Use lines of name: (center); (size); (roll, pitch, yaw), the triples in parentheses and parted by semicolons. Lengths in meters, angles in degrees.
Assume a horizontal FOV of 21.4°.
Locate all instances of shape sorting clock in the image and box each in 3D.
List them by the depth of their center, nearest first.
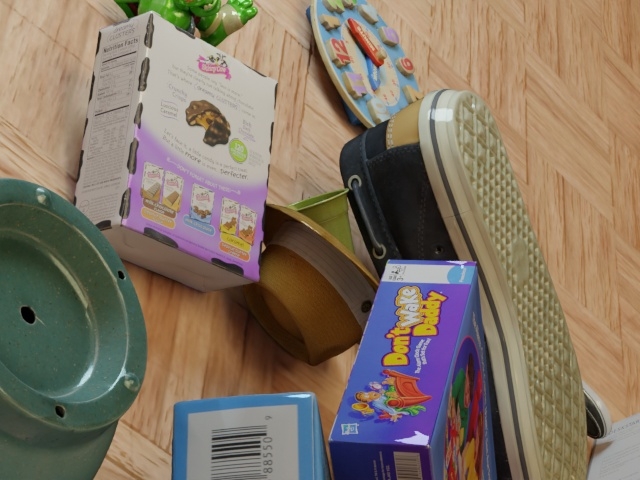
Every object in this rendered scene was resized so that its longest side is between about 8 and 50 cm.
shape sorting clock: (0.056, -0.200, 1.901); (0.206, 0.040, 0.206); (35, 40, -36)

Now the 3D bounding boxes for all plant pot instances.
plant pot: (-0.239, 0.075, 1.102); (0.293, 0.196, 0.293); (36, 38, -35)
plant pot: (0.000, 0.000, 1.634); (0.083, 0.083, 0.079); (-28, 101, -59)

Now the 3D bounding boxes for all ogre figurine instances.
ogre figurine: (-0.128, -0.201, 1.589); (0.118, 0.097, 0.197); (42, 67, -49)

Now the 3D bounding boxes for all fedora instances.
fedora: (-0.011, 0.054, 1.533); (0.079, 0.194, 0.194); (-46, 109, -17)

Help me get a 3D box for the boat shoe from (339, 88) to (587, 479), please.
boat shoe: (0.149, 0.098, 1.699); (0.187, 0.156, 0.500); (-38, 112, -61)

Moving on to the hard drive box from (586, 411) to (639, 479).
hard drive box: (0.384, 0.276, 1.864); (0.089, 0.181, 0.232); (51, 33, -16)

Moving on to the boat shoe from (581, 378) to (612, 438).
boat shoe: (0.277, 0.174, 1.927); (0.142, 0.049, 0.040); (54, 51, -9)

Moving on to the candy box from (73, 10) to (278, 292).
candy box: (-0.122, -0.073, 1.465); (0.165, 0.070, 0.196); (26, 62, -44)

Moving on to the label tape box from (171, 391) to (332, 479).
label tape box: (-0.033, 0.307, 1.260); (0.347, 0.115, 0.249); (83, 3, -54)

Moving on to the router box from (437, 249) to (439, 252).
router box: (0.119, -0.045, 1.863); (0.179, 0.046, 0.133); (7, 60, -54)

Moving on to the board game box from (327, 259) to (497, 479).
board game box: (0.088, 0.224, 1.409); (0.233, 0.078, 0.347); (-68, 155, -53)
